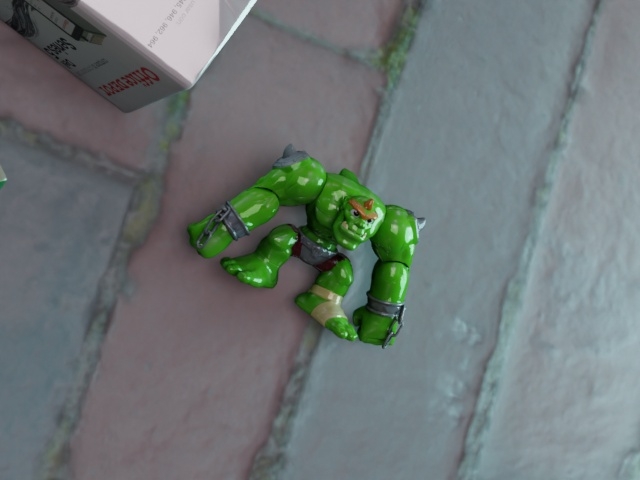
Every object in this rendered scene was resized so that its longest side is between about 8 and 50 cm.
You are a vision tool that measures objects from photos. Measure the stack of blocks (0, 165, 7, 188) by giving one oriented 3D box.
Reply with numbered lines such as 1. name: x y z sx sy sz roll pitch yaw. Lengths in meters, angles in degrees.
1. stack of blocks: -0.364 -0.127 1.149 0.171 0.087 0.297 -15 70 -41

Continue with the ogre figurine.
1. ogre figurine: 0.000 0.000 1.366 0.197 0.097 0.118 31 97 -2

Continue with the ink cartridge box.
1. ink cartridge box: -0.195 -0.224 1.237 0.273 0.198 0.114 37 78 -15
